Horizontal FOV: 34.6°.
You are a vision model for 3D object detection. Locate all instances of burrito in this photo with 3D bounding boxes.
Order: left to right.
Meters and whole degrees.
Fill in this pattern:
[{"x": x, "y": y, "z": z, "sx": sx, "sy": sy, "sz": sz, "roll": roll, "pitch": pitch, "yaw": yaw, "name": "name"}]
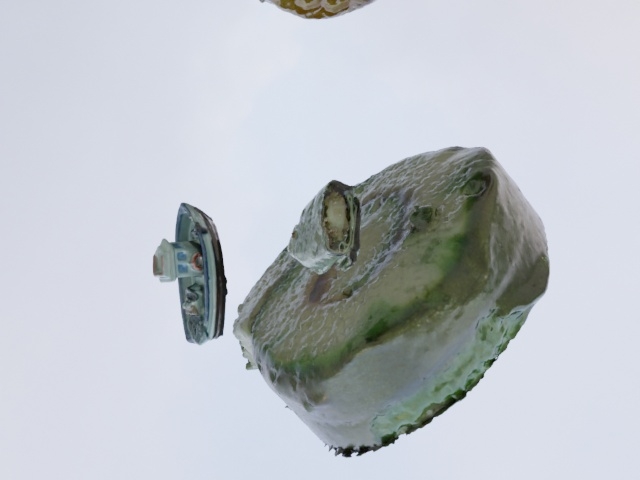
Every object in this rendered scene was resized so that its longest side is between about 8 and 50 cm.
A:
[{"x": 0.000, "y": -0.004, "z": 0.871, "sx": 0.044, "sy": 0.118, "sz": 0.074, "roll": 5, "pitch": -104, "yaw": -20, "name": "burrito"}]

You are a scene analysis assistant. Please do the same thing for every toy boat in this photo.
[{"x": -0.130, "y": 0.032, "z": 1.002, "sx": 0.066, "sy": 0.140, "sz": 0.059, "roll": -1, "pitch": 178, "yaw": -38, "name": "toy boat"}]

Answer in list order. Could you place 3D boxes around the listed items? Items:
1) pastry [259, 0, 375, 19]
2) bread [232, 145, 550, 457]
[{"x": -0.016, "y": -0.360, "z": 1.085, "sx": 0.240, "sy": 0.235, "sz": 0.132, "roll": -13, "pitch": -153, "yaw": -22, "name": "pastry"}, {"x": 0.053, "y": 0.056, "z": 1.073, "sx": 0.382, "sy": 0.129, "sz": 0.366, "roll": -30, "pitch": -158, "yaw": 33, "name": "bread"}]
